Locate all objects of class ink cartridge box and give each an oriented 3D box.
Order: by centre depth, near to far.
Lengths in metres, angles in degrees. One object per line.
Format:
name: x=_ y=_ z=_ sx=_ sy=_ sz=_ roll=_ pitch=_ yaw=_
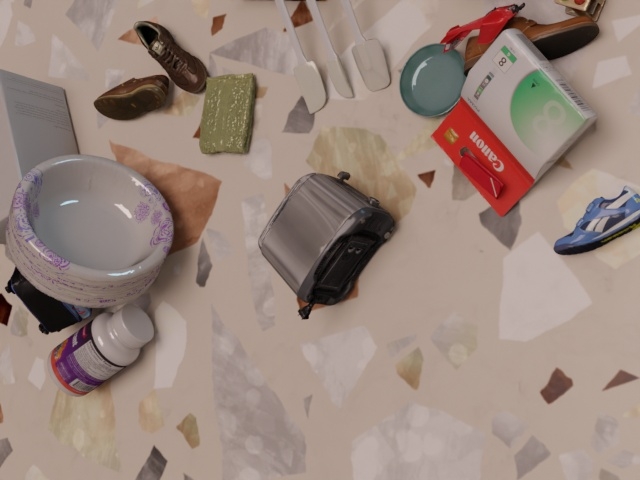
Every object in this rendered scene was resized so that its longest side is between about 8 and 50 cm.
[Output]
ink cartridge box: x=0.268 y=-0.167 z=1.502 sx=0.181 sy=0.056 sz=0.224 roll=52 pitch=125 yaw=18

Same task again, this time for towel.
towel: x=-0.166 y=-0.228 z=1.842 sx=0.110 sy=0.027 sz=0.148 roll=2 pitch=84 yaw=31

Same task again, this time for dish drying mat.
dish drying mat: x=0.243 y=-0.099 z=1.545 sx=0.083 sy=0.008 sz=0.032 roll=45 pitch=143 yaw=26

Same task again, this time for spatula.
spatula: x=0.009 y=-0.348 z=1.704 sx=0.168 sy=0.019 sz=0.242 roll=-15 pitch=99 yaw=35

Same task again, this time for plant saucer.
plant saucer: x=0.183 y=-0.253 z=1.630 sx=0.119 sy=0.021 sz=0.119 roll=-4 pitch=82 yaw=31

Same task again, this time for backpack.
backpack: x=-0.508 y=0.066 z=1.950 sx=0.117 sy=0.158 sz=0.173 roll=-20 pitch=40 yaw=10

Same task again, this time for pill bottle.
pill bottle: x=-0.402 y=0.199 z=1.888 sx=0.193 sy=0.108 sz=0.108 roll=-35 pitch=67 yaw=23

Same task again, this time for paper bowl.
paper bowl: x=-0.416 y=-0.005 z=1.830 sx=0.284 sy=0.284 sz=0.148 roll=57 pitch=140 yaw=24

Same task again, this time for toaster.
toaster: x=0.000 y=0.000 z=1.653 sx=0.146 sy=0.129 sz=0.227 roll=45 pitch=109 yaw=32

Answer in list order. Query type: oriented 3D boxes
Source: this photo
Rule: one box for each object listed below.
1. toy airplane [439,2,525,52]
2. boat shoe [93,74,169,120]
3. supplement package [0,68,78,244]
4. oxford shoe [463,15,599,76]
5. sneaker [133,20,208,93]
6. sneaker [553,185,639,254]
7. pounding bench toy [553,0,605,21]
toy airplane: x=0.241 y=-0.325 z=1.540 sx=0.151 sy=0.151 sz=0.028 roll=-25 pitch=110 yaw=27
boat shoe: x=-0.357 y=-0.275 z=1.953 sx=0.178 sy=0.064 sz=0.060 roll=-8 pitch=46 yaw=35
supplement package: x=-0.597 y=-0.155 z=2.012 sx=0.175 sy=0.177 sz=0.293 roll=-26 pitch=70 yaw=27
oxford shoe: x=0.310 y=-0.307 z=1.530 sx=0.212 sy=0.076 sz=0.076 roll=-10 pitch=69 yaw=31
sneaker: x=-0.286 y=-0.341 z=1.903 sx=0.188 sy=0.071 sz=0.066 roll=46 pitch=108 yaw=28
sneaker: x=0.394 y=-0.025 z=1.454 sx=0.144 sy=0.053 sz=0.059 roll=-29 pitch=70 yaw=17
pounding bench toy: x=0.369 y=-0.364 z=1.501 sx=0.083 sy=0.065 sz=0.052 roll=26 pitch=98 yaw=32
